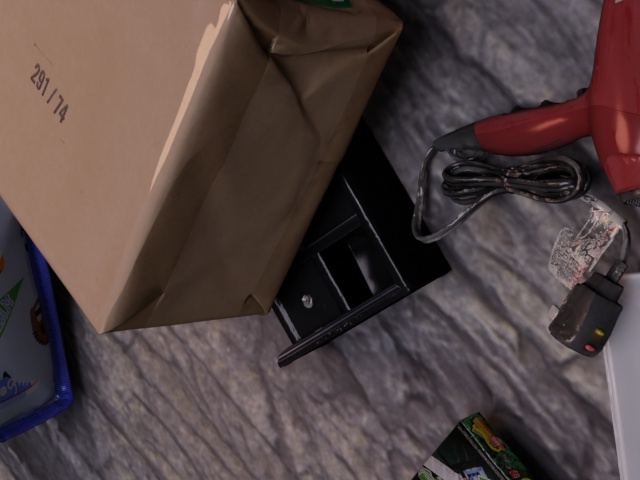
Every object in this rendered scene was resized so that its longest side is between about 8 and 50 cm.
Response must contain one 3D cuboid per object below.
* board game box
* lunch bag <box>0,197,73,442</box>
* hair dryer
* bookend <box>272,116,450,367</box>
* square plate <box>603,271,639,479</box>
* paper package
[{"bbox_3d":[0.172,0.277,0.985,0.259,0.030,0.136,51,132,21],"label":"board game box"},{"bbox_3d":[-0.449,0.006,1.238,0.328,0.239,0.385,4,112,35],"label":"lunch bag"},{"bbox_3d":[0.175,-0.085,0.875,0.223,0.080,0.293,42,113,34],"label":"hair dryer"},{"bbox_3d":[0.000,0.000,1.032,0.156,0.072,0.157,-33,83,36],"label":"bookend"},{"bbox_3d":[0.379,0.182,0.841,0.347,0.049,0.343,-3,101,34],"label":"square plate"},{"bbox_3d":[-0.139,-0.135,0.984,0.325,0.168,0.309,47,125,35],"label":"paper package"}]
